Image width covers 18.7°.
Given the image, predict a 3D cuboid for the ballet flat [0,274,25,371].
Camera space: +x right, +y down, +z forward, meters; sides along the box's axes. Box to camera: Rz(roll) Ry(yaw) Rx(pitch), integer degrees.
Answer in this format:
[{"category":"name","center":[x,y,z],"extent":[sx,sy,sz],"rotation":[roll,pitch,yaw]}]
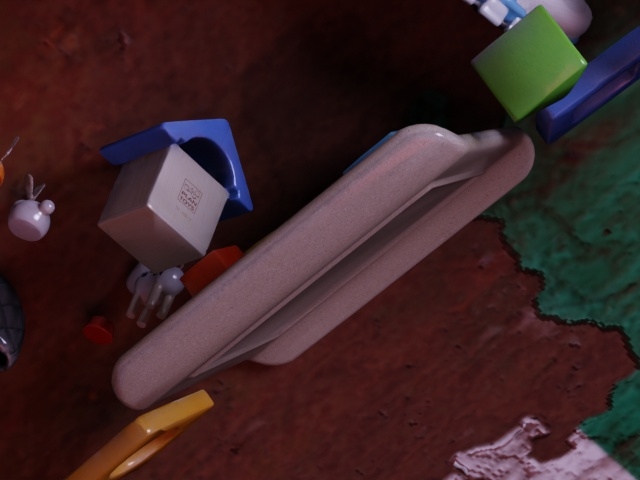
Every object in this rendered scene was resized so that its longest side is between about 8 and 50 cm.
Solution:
[{"category":"ballet flat","center":[-0.216,0.023,0.874],"extent":[0.173,0.049,0.057],"rotation":[10,117,-21]}]

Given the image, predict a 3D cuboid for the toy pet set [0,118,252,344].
[{"category":"toy pet set","center":[-0.098,-0.022,0.889],"extent":[0.114,0.065,0.122],"rotation":[-18,131,40]}]

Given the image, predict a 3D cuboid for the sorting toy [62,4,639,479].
[{"category":"sorting toy","center":[0.000,0.000,0.872],"extent":[0.347,0.196,0.047],"rotation":[-39,80,14]}]

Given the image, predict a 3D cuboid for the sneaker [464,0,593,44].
[{"category":"sneaker","center":[0.062,-0.154,0.833],"extent":[0.190,0.071,0.083],"rotation":[34,102,-31]}]
